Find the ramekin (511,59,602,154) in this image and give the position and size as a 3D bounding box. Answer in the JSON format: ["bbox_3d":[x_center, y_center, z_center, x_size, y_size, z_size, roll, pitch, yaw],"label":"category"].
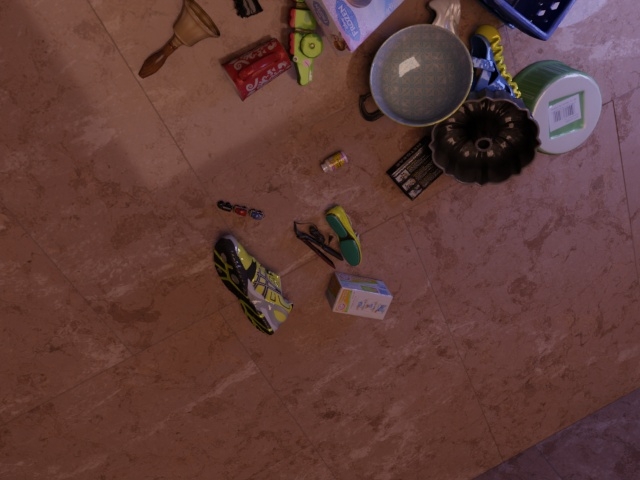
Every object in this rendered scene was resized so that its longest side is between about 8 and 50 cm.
[{"bbox_3d":[0.765,-0.429,1.760,0.304,0.148,0.303,-6,117,-13],"label":"ramekin"}]

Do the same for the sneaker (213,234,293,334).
[{"bbox_3d":[-0.224,0.132,1.784,0.147,0.145,0.384,-41,122,-30],"label":"sneaker"}]

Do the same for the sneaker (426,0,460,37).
[{"bbox_3d":[0.356,-0.609,1.600,0.115,0.090,0.232,-9,109,-4],"label":"sneaker"}]

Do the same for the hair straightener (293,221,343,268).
[{"bbox_3d":[0.000,0.000,1.817,0.089,0.047,0.230,-43,114,11],"label":"hair straightener"}]

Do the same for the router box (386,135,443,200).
[{"bbox_3d":[0.330,-0.240,1.787,0.179,0.046,0.133,-43,118,7],"label":"router box"}]

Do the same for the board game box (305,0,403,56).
[{"bbox_3d":[0.075,-0.707,1.387,0.318,0.066,0.318,-51,122,-21],"label":"board game box"}]

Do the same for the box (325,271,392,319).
[{"bbox_3d":[0.135,0.198,1.908,0.203,0.114,0.103,12,113,-21],"label":"box"}]

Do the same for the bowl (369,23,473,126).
[{"bbox_3d":[0.293,-0.467,1.573,0.290,0.156,0.289,0,93,10],"label":"bowl"}]

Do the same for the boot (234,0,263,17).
[{"bbox_3d":[-0.183,-0.662,1.433,0.121,0.045,0.099,-21,117,3],"label":"boot"}]

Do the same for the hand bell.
[{"bbox_3d":[-0.399,-0.518,1.424,0.242,0.126,0.126,-35,120,16],"label":"hand bell"}]

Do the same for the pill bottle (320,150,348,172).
[{"bbox_3d":[0.043,-0.248,1.702,0.083,0.043,0.043,-30,120,0],"label":"pill bottle"}]

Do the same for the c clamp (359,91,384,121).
[{"bbox_3d":[0.184,-0.452,1.658,0.161,0.022,0.137,-36,125,2],"label":"c clamp"}]

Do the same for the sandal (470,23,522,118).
[{"bbox_3d":[0.520,-0.498,1.669,0.138,0.126,0.317,-35,111,-8],"label":"sandal"}]

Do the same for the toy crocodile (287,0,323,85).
[{"bbox_3d":[-0.048,-0.600,1.464,0.105,0.115,0.340,-1,114,-12],"label":"toy crocodile"}]

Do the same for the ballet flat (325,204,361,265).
[{"bbox_3d":[0.093,-0.021,1.814,0.077,0.077,0.231,-6,124,37],"label":"ballet flat"}]

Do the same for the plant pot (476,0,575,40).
[{"bbox_3d":[0.580,-0.738,1.519,0.236,0.212,0.235,24,107,-25],"label":"plant pot"}]

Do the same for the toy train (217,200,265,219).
[{"bbox_3d":[-0.251,-0.094,1.698,0.158,0.036,0.027,14,111,-22],"label":"toy train"}]

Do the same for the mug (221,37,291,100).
[{"bbox_3d":[-0.168,-0.472,1.478,0.169,0.150,0.113,-32,134,-4],"label":"mug"}]

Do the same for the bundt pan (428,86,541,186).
[{"bbox_3d":[0.510,-0.333,1.670,0.331,0.124,0.330,8,136,8],"label":"bundt pan"}]
